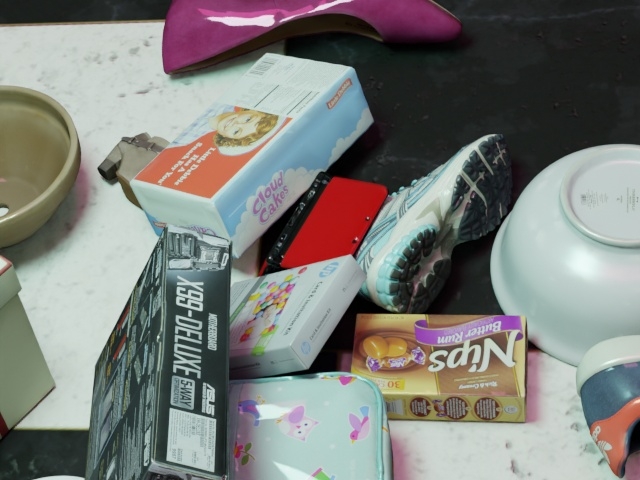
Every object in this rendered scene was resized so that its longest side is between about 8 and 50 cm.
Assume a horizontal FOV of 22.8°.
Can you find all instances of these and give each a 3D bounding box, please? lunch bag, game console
[{"bbox_3d":[-0.038,0.267,1.577,0.224,0.108,0.279,-2,50,5],"label":"lunch bag"},{"bbox_3d":[0.000,0.000,1.811,0.085,0.124,0.144,30,56,2],"label":"game console"}]

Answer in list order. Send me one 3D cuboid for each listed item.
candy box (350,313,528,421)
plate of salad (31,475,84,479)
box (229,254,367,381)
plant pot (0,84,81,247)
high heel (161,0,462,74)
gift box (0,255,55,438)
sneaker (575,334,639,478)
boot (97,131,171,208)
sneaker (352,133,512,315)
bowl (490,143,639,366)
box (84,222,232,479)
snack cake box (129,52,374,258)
[{"bbox_3d":[0.128,0.136,1.704,0.186,0.053,0.109,0,50,9],"label":"candy box"},{"bbox_3d":[-0.280,0.319,1.606,0.199,0.048,0.200,-4,50,5],"label":"plate of salad"},{"bbox_3d":[-0.055,0.089,1.705,0.186,0.038,0.145,-13,32,43],"label":"box"},{"bbox_3d":[-0.399,-0.067,1.909,0.237,0.110,0.237,-3,49,4],"label":"plant pot"},{"bbox_3d":[-0.014,-0.258,2.052,0.377,0.127,0.181,14,82,13],"label":"high heel"},{"bbox_3d":[-0.459,0.119,1.663,0.255,0.258,0.276,25,56,26],"label":"gift box"},{"bbox_3d":[0.440,0.167,1.598,0.350,0.131,0.148,-10,56,6],"label":"sneaker"},{"bbox_3d":[-0.214,-0.090,1.950,0.087,0.042,0.118,-36,55,-24],"label":"boot"},{"bbox_3d":[0.116,-0.036,1.819,0.122,0.110,0.283,13,45,38],"label":"sneaker"},{"bbox_3d":[0.335,-0.010,1.747,0.297,0.134,0.298,-3,49,4],"label":"bowl"},{"bbox_3d":[-0.166,0.175,1.571,0.076,0.242,0.307,16,42,-17],"label":"box"},{"bbox_3d":[-0.079,-0.106,1.887,0.152,0.089,0.264,16,52,42],"label":"snack cake box"}]
